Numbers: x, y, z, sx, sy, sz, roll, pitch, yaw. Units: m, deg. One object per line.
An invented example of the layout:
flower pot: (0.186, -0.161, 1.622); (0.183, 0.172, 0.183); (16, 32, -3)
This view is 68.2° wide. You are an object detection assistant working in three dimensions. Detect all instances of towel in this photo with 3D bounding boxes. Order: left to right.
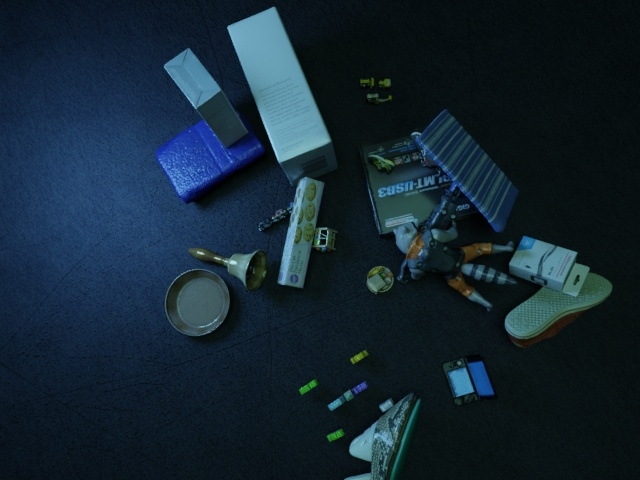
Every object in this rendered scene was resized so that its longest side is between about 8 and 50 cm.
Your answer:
towel: (-0.346, -0.275, 1.493); (0.308, 0.076, 0.227); (-34, 71, -1)
towel: (0.411, -0.195, 1.302); (0.336, 0.040, 0.243); (47, 44, -4)

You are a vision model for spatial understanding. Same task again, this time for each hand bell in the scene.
hand bell: (-0.294, 0.061, 1.416); (0.242, 0.126, 0.126); (14, 81, 20)

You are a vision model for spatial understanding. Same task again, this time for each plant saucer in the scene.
plant saucer: (-0.365, 0.186, 1.419); (0.199, 0.036, 0.198); (-1, 80, 6)

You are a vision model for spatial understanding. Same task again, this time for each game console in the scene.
game console: (0.404, 0.382, 1.285); (0.107, 0.071, 0.122); (-17, 77, 2)

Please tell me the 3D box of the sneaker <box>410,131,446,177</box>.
sneaker: (0.307, -0.244, 1.352); (0.065, 0.061, 0.158); (-44, 77, 3)

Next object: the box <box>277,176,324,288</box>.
box: (-0.058, -0.024, 1.393); (0.067, 0.063, 0.324); (15, 83, -24)

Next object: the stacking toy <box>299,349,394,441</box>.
stacking toy: (0.076, 0.434, 1.323); (0.221, 0.052, 0.167); (-31, 76, 1)

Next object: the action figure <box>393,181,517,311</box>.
action figure: (0.362, 0.009, 1.276); (0.330, 0.178, 0.341); (18, 105, -4)

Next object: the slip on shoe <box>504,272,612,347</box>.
slip on shoe: (0.646, 0.187, 1.291); (0.331, 0.101, 0.123); (-28, 42, -11)

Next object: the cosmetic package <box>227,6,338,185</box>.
cosmetic package: (-0.107, -0.419, 1.412); (0.162, 0.230, 0.453); (-21, 77, 2)

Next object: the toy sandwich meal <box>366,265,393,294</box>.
toy sandwich meal: (0.173, 0.114, 1.381); (0.086, 0.029, 0.085); (-1, 79, 6)

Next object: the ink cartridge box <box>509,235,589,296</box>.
ink cartridge box: (0.623, 0.068, 1.288); (0.180, 0.060, 0.104); (22, 68, 33)

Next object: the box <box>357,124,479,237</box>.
box: (0.284, -0.182, 1.409); (0.296, 0.073, 0.293); (-12, 77, 4)

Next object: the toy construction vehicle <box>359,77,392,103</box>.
toy construction vehicle: (0.175, -0.474, 1.497); (0.098, 0.035, 0.085); (-3, 68, 3)

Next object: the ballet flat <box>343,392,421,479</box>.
ballet flat: (0.145, 0.632, 1.232); (0.182, 0.164, 0.482); (5, 81, 23)

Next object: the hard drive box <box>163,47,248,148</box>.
hard drive box: (-0.323, -0.402, 1.363); (0.089, 0.232, 0.181); (-36, 72, -2)

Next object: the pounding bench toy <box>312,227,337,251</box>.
pounding bench toy: (0.000, 0.000, 1.409); (0.083, 0.052, 0.065); (-1, 78, 39)

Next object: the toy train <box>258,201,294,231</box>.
toy train: (-0.122, -0.077, 1.452); (0.158, 0.027, 0.036); (-30, 67, 0)

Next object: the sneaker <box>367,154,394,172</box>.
sneaker: (0.173, -0.224, 1.378); (0.083, 0.031, 0.035); (21, 83, 11)
